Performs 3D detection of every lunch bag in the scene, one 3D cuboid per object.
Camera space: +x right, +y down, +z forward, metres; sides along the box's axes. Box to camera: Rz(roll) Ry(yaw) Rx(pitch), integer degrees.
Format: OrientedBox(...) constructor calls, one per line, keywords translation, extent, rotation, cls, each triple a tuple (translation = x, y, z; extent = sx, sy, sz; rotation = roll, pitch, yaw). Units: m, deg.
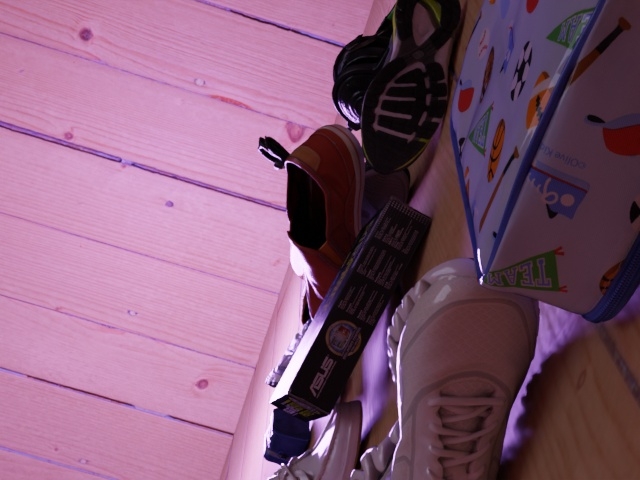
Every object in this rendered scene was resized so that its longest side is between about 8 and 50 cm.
OrientedBox(translation=(0.163, -0.101, 0.800), extent=(0.303, 0.115, 0.243), rotation=(-84, 10, -61), cls="lunch bag")
OrientedBox(translation=(-0.056, 0.326, 2.008), extent=(0.098, 0.067, 0.065), rotation=(-89, 16, -67), cls="lunch bag")

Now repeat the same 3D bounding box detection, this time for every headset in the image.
OrientedBox(translation=(0.061, -0.266, 1.999), extent=(0.394, 0.185, 0.243), rotation=(-60, 9, 19), cls="headset")

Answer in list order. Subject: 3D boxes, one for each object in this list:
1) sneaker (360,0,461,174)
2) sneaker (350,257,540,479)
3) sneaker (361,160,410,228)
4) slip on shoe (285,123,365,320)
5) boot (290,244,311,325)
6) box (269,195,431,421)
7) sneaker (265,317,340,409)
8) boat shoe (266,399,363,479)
OrientedBox(translation=(0.125, -0.207, 1.694), extent=(0.121, 0.111, 0.300), rotation=(95, -167, -60), cls="sneaker")
OrientedBox(translation=(0.093, 0.141, 0.875), extent=(0.118, 0.110, 0.292), rotation=(-93, 10, -52), cls="sneaker")
OrientedBox(translation=(0.083, -0.089, 1.776), extent=(0.222, 0.083, 0.118), rotation=(124, 167, -64), cls="sneaker")
OrientedBox(translation=(0.000, 0.000, 1.717), extent=(0.101, 0.123, 0.331), rotation=(-28, -48, -34), cls="slip on shoe")
OrientedBox(translation=(-0.007, 0.064, 2.127), extent=(0.295, 0.104, 0.211), rotation=(122, 165, -56), cls="boot")
OrientedBox(translation=(0.033, 0.093, 1.549), extent=(0.270, 0.060, 0.216), rotation=(-62, 2, -13), cls="box")
OrientedBox(translation=(-0.015, 0.174, 1.850), extent=(0.283, 0.110, 0.122), rotation=(177, 114, -84), cls="sneaker")
OrientedBox(translation=(-0.023, 0.314, 1.520), extent=(0.098, 0.096, 0.277), rotation=(-80, 9, -75), cls="boat shoe")
